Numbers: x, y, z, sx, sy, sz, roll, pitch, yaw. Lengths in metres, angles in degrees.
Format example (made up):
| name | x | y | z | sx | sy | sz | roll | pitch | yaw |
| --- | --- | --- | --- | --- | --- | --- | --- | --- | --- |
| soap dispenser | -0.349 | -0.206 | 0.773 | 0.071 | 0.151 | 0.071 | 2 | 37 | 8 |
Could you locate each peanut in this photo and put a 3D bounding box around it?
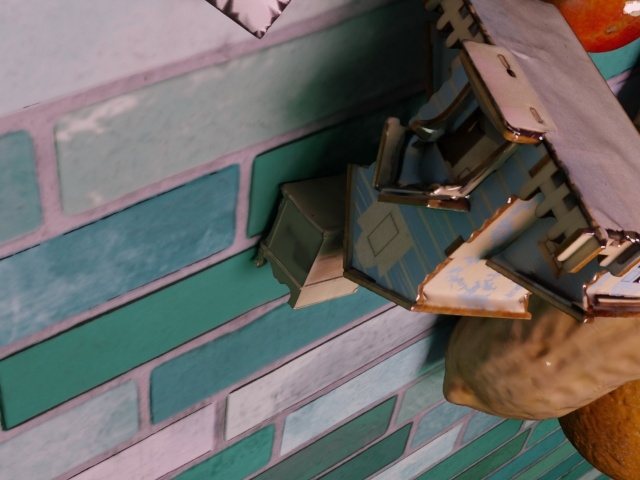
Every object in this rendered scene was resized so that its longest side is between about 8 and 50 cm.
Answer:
| name | x | y | z | sx | sy | sz | roll | pitch | yaw |
| --- | --- | --- | --- | --- | --- | --- | --- | --- | --- |
| peanut | 0.274 | 0.084 | 1.077 | 0.387 | 0.169 | 0.192 | -39 | -168 | 41 |

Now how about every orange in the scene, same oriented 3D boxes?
| name | x | y | z | sx | sy | sz | roll | pitch | yaw |
| --- | --- | --- | --- | --- | --- | --- | --- | --- | --- |
| orange | 0.479 | 0.186 | 1.361 | 0.322 | 0.322 | 0.357 | -39 | 145 | -7 |

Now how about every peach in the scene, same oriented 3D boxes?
| name | x | y | z | sx | sy | sz | roll | pitch | yaw |
| --- | --- | --- | --- | --- | --- | --- | --- | --- | --- |
| peach | 0.227 | -0.196 | 0.790 | 0.100 | 0.101 | 0.101 | -30 | 147 | -22 |

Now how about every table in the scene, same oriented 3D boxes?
| name | x | y | z | sx | sy | sz | roll | pitch | yaw |
| --- | --- | --- | --- | --- | --- | --- | --- | --- | --- |
| table | 0.000 | 0.000 | 0.802 | 0.079 | 0.062 | 0.083 | -12 | 137 | -40 |

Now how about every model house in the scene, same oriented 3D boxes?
| name | x | y | z | sx | sy | sz | roll | pitch | yaw |
| --- | --- | --- | --- | --- | --- | --- | --- | --- | --- |
| model house | 0.111 | -0.031 | 0.719 | 0.178 | 0.271 | 0.206 | 2 | 143 | -38 |

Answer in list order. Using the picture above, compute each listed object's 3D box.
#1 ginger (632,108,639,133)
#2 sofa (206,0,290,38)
| name | x | y | z | sx | sy | sz | roll | pitch | yaw |
| --- | --- | --- | --- | --- | --- | --- | --- | --- | --- |
| ginger | 0.434 | -0.123 | 1.040 | 0.221 | 0.130 | 0.276 | -42 | 130 | 1 |
| sofa | -0.028 | -0.198 | 0.542 | 0.085 | 0.060 | 0.147 | 28 | 107 | -43 |
